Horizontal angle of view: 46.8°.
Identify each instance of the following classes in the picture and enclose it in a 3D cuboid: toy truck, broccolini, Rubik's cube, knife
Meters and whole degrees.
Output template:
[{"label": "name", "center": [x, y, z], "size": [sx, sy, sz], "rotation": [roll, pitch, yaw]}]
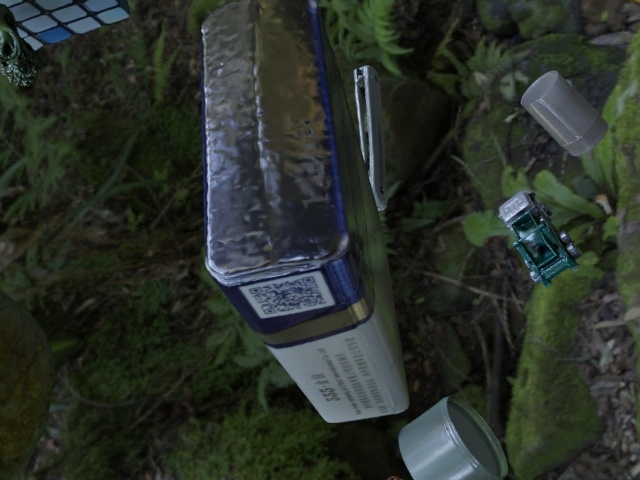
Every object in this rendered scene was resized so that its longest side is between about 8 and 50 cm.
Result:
[{"label": "toy truck", "center": [0.460, -0.014, 1.588], "size": [0.110, 0.116, 0.216], "rotation": [-38, 39, 23]}, {"label": "broccolini", "center": [-0.308, -0.214, 0.662], "size": [0.254, 0.071, 0.057], "rotation": [102, -178, -75]}, {"label": "Rubik's cube", "center": [-0.321, -0.315, 0.810], "size": [0.154, 0.155, 0.151], "rotation": [-18, 84, 6]}, {"label": "knife", "center": [0.084, -0.184, 1.296], "size": [0.041, 0.073, 0.265], "rotation": [-9, 74, 21]}]

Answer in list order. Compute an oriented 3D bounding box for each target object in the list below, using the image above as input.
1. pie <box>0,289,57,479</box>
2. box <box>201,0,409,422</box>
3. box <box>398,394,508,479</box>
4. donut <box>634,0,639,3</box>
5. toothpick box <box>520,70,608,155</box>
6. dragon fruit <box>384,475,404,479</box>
[{"label": "pie", "center": [-0.361, 0.164, 0.696], "size": [0.079, 0.277, 0.277], "rotation": [8, 110, 17]}, {"label": "box", "center": [0.000, 0.000, 0.457], "size": [0.259, 0.071, 0.168], "rotation": [64, -162, -59]}, {"label": "box", "center": [0.315, 0.500, 1.749], "size": [0.149, 0.226, 0.226], "rotation": [-41, 68, 19]}, {"label": "donut", "center": [0.549, -0.434, 1.096], "size": [0.330, 0.330, 0.160], "rotation": [47, 135, 29]}, {"label": "toothpick box", "center": [0.561, -0.289, 1.697], "size": [0.181, 0.111, 0.111], "rotation": [39, 142, -16]}, {"label": "dragon fruit", "center": [0.137, 0.527, 1.436], "size": [0.166, 0.136, 0.133], "rotation": [86, -175, -72]}]
